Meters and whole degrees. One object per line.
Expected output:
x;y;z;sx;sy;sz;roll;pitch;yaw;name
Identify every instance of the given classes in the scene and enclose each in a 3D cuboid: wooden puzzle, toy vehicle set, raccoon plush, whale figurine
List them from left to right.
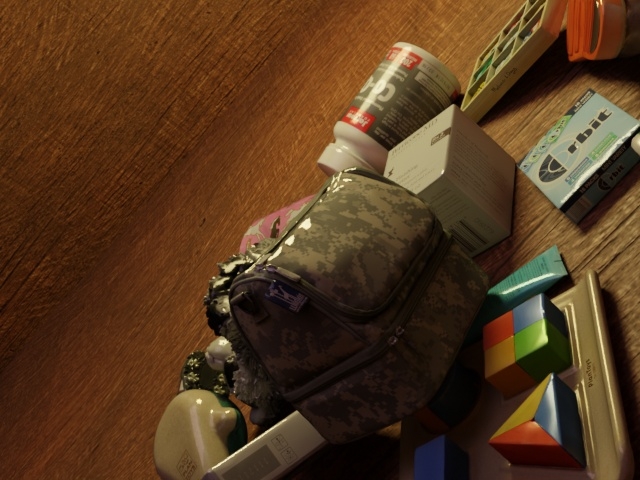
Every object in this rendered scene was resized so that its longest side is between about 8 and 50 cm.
-0.171;0.372;1.666;0.272;0.141;0.216;46;114;46;whale figurine
0.001;0.185;1.607;0.446;0.299;0.216;11;44;32;raccoon plush
0.198;0.212;1.182;0.348;0.080;0.322;-40;24;31;wooden puzzle
0.338;-0.335;1.738;0.267;0.035;0.166;-49;15;53;toy vehicle set

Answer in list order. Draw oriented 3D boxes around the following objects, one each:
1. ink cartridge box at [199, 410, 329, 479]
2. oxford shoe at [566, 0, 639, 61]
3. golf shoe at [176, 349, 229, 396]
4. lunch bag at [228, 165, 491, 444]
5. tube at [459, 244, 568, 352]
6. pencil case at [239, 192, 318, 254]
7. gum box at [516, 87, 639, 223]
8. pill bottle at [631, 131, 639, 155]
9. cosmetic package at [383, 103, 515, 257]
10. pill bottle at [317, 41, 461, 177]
-0.064;0.311;1.398;0.296;0.066;0.261;-29;-16;-35;ink cartridge box
0.453;-0.332;1.516;0.363;0.133;0.130;-78;-13;-70;oxford shoe
-0.247;0.321;1.912;0.120;0.105;0.273;-50;19;28;golf shoe
0.042;0.069;1.269;0.212;0.256;0.305;-36;10;42;lunch bag
0.242;0.085;1.346;0.207;0.052;0.080;-40;26;19;tube
0.000;0.000;1.830;0.160;0.167;0.386;-31;6;-35;pencil case
0.372;-0.124;1.411;0.157;0.041;0.184;-48;22;12;gum box
0.470;-0.145;1.135;0.208;0.117;0.117;-46;22;16;pill bottle
0.196;-0.077;1.548;0.151;0.151;0.183;-35;27;35;cosmetic package
0.128;-0.223;1.914;0.283;0.161;0.161;-54;21;-5;pill bottle
